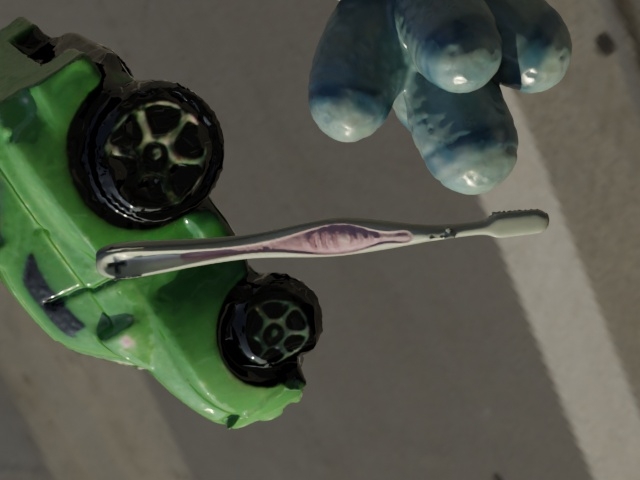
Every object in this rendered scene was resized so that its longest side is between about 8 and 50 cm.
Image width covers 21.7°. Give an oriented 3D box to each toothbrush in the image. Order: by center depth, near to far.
[{"bbox_3d":[0.000,0.000,0.747,0.022,0.204,0.017,-85,-11,-80],"label":"toothbrush"}]

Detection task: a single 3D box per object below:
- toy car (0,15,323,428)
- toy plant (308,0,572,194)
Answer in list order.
[{"bbox_3d":[-0.153,-0.016,1.149,0.359,0.176,0.213,61,167,-26],"label":"toy car"},{"bbox_3d":[0.088,-0.197,1.489,0.247,0.247,0.332,-29,78,58],"label":"toy plant"}]
